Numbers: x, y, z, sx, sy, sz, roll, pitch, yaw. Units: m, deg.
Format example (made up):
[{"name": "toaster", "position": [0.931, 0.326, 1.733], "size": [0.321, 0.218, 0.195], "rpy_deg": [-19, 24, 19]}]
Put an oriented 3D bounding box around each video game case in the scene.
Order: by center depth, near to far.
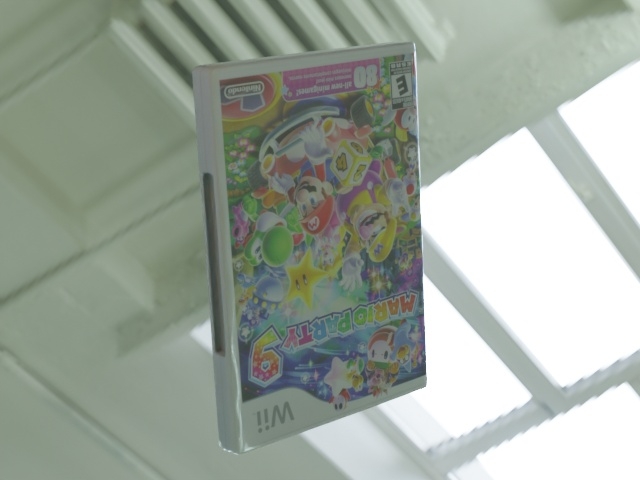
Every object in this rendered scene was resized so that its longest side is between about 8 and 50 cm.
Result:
[{"name": "video game case", "position": [0.000, 0.000, 0.432], "size": [0.087, 0.122, 0.011], "rpy_deg": [-14, -163, -40]}]
